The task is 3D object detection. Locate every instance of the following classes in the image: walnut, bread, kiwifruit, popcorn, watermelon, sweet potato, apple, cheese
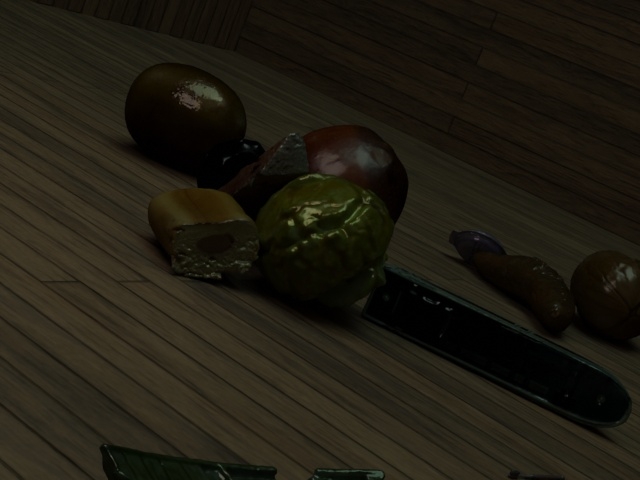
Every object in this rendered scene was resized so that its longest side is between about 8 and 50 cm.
[{"bbox_3d":[0.562,0.103,2.273,0.167,0.167,0.207,20,15,-7],"label":"walnut"},{"bbox_3d":[-0.169,-0.012,1.694,0.134,0.085,0.173,-5,23,-18],"label":"bread"},{"bbox_3d":[-0.249,-0.231,2.248,0.234,0.196,0.196,24,13,20],"label":"kiwifruit"},{"bbox_3d":[0.000,0.000,1.719,0.204,0.184,0.221,-21,19,-10],"label":"popcorn"},{"bbox_3d":[-0.093,-0.085,1.816,0.154,0.241,0.094,-7,71,-34],"label":"watermelon"},{"bbox_3d":[0.399,0.083,2.240,0.114,0.092,0.341,-1,19,-18],"label":"sweet potato"},{"bbox_3d":[0.039,-0.076,1.966,0.230,0.230,0.230,21,13,-5],"label":"apple"},{"bbox_3d":[0.346,0.031,2.401,0.191,0.105,0.042,28,57,9],"label":"cheese"}]

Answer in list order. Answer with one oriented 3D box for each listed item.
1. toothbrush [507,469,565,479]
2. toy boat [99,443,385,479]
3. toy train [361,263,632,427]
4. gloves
[{"bbox_3d":[0.253,0.275,1.393,0.097,0.008,0.006,13,29,-38],"label":"toothbrush"},{"bbox_3d":[-0.057,0.219,1.010,0.293,0.055,0.093,14,16,-34],"label":"toy boat"},{"bbox_3d":[0.261,0.157,1.731,0.407,0.086,0.088,26,8,18],"label":"toy train"},{"bbox_3d":[-0.155,-0.102,2.032,0.124,0.164,0.203,33,-17,-18],"label":"gloves"}]
